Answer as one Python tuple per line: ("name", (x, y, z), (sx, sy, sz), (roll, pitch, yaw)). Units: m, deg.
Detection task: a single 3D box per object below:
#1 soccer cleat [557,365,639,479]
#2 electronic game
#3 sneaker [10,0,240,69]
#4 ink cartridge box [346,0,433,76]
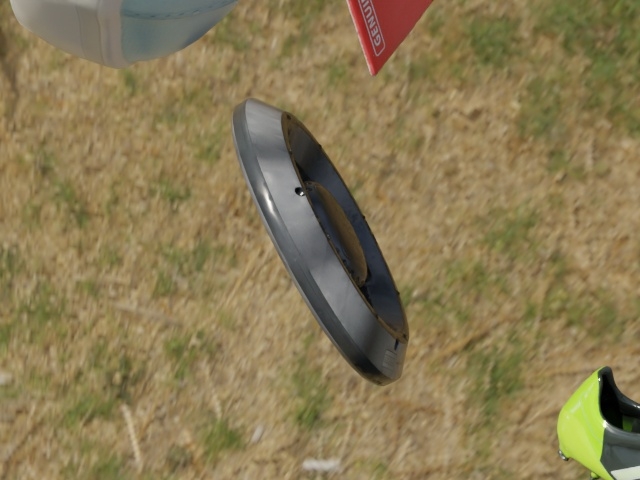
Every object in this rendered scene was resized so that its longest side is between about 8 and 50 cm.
("soccer cleat", (0.234, 0.152, 1.033), (0.179, 0.072, 0.060), (35, 34, 17))
("electronic game", (0.000, 0.000, 1.151), (0.048, 0.229, 0.229), (-28, 72, 11))
("sneaker", (0.043, -0.122, 0.375), (0.150, 0.366, 0.135), (39, 53, -8))
("ink cartridge box", (0.074, -0.306, 1.121), (0.066, 0.296, 0.261), (1, 38, 31))
